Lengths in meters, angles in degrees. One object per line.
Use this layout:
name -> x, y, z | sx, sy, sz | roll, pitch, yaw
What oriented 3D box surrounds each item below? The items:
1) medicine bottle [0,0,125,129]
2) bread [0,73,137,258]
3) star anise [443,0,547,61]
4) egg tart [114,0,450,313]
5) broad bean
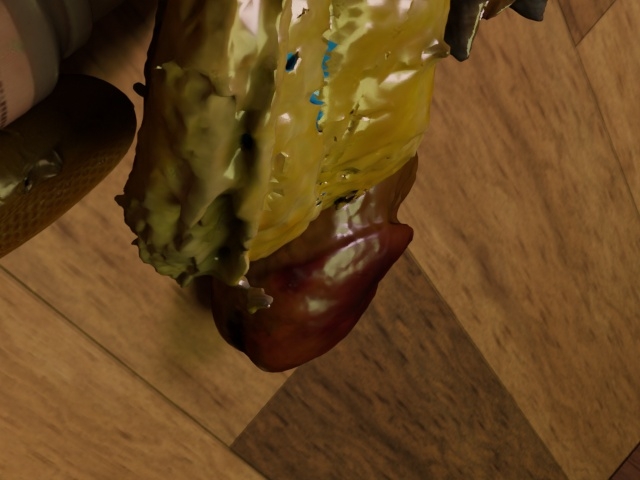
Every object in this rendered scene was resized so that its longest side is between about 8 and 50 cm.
medicine bottle -> -0.213, -0.116, 0.977 | 0.247, 0.147, 0.147 | -39, 150, -23
bread -> -0.198, -0.045, 1.155 | 0.189, 0.077, 0.114 | -36, 168, -29
star anise -> 0.113, -0.287, 1.254 | 0.332, 0.117, 0.331 | -39, 138, -47
egg tart -> -0.018, -0.152, 1.040 | 0.169, 0.388, 0.388 | 7, 130, -7
broad bean -> 0.003, 0.002, 1.459 | 0.228, 0.122, 0.156 | -51, 150, 6
